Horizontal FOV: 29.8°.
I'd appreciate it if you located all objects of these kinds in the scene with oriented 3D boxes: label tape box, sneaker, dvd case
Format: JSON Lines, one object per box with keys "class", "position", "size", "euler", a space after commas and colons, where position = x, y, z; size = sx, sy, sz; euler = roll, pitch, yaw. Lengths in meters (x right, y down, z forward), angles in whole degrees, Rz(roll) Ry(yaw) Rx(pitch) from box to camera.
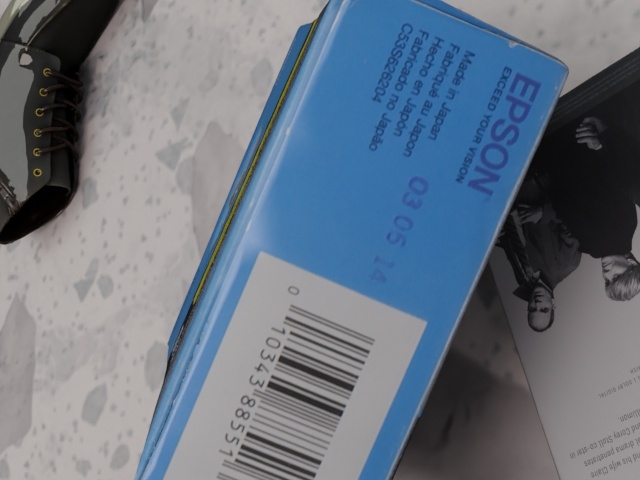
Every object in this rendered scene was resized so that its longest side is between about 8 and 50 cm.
{"class": "label tape box", "position": [0.000, 0.000, 0.646], "size": [0.334, 0.105, 0.241], "euler": [-122, 56, -83]}
{"class": "sneaker", "position": [-0.202, -0.107, 0.918], "size": [0.118, 0.083, 0.222], "euler": [44, 100, 21]}
{"class": "dvd case", "position": [0.171, 0.021, 0.571], "size": [0.179, 0.029, 0.239], "euler": [-32, 59, 30]}
